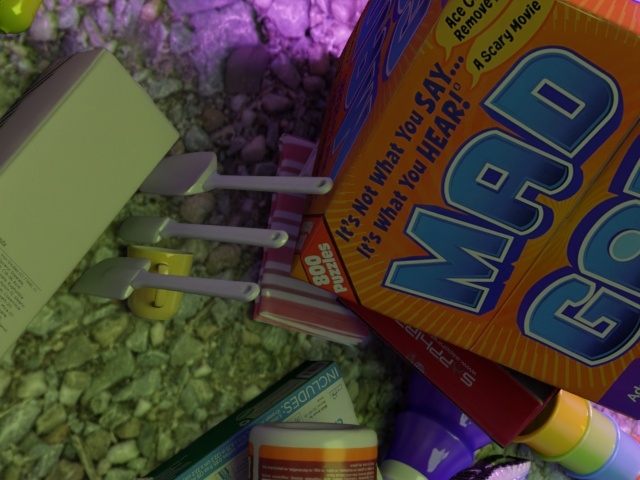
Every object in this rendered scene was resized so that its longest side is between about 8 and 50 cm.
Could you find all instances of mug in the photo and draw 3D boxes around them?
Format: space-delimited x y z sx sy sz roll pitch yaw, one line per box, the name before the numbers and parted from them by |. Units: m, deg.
mug | -0.154 0.039 1.380 0.078 0.062 0.064 2 97 -70

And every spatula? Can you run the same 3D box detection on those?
spatula | -0.104 -0.012 1.307 0.168 0.242 0.019 -54 125 -27

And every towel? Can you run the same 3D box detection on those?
towel | 0.000 0.000 1.535 0.144 0.029 0.197 18 75 -39

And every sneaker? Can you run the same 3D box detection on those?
sneaker | 0.174 0.286 1.648 0.162 0.063 0.073 -9 98 -39

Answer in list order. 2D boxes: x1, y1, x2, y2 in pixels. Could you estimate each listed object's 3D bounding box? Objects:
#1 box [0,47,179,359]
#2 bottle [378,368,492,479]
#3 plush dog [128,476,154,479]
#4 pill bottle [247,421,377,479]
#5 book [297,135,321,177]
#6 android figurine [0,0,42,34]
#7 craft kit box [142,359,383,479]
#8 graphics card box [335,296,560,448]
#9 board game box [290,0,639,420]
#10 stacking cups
box | -0.250 -0.031 1.282 0.113 0.094 0.275 52 59 -27
bottle | 0.155 0.159 1.614 0.118 0.092 0.283 48 61 -21
plush dog | -0.176 0.357 1.285 0.225 0.210 0.262 -22 78 -5
pill bottle | -0.009 0.281 1.388 0.121 0.121 0.221 4 87 -40
book | 0.040 -0.083 1.539 0.096 0.035 0.144 41 50 -18
android figurine | -0.333 -0.264 1.247 0.248 0.056 0.273 36 65 -34
craft kit box | -0.039 0.283 1.476 0.250 0.061 0.247 -32 106 -36
graphics card box | 0.219 0.020 1.579 0.233 0.094 0.371 42 48 12
board game box | 0.224 -0.131 1.358 0.356 0.356 0.356 23 40 -9
stacking cups | 0.336 0.251 1.759 0.316 0.096 0.096 34 68 -34
